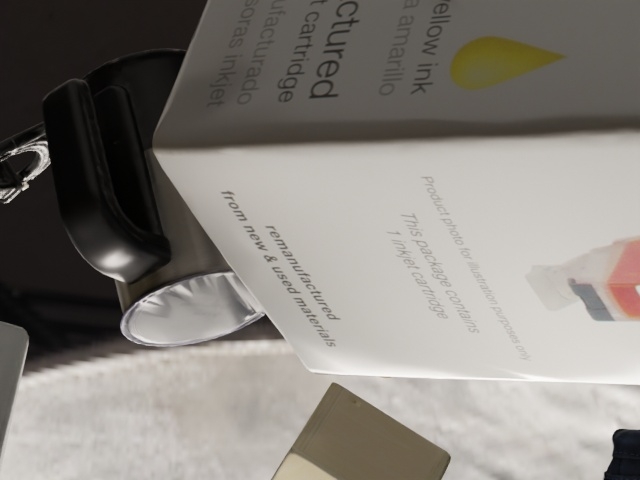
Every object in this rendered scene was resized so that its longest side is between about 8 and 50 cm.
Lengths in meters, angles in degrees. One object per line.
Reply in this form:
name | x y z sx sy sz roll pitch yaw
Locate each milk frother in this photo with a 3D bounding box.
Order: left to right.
milk frother | -0.112 -0.010 0.953 0.129 0.135 0.143 6 147 -39

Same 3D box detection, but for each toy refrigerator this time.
toy refrigerator | -0.015 0.234 1.327 0.102 0.094 0.269 31 127 3

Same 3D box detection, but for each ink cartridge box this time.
ink cartridge box | 0.170 -0.100 0.677 0.384 0.279 0.160 -1 143 28

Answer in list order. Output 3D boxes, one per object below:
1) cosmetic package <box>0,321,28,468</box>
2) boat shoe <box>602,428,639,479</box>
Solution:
cosmetic package | -0.292 0.246 1.019 0.161 0.230 0.453 14 138 -8
boat shoe | 0.255 0.122 1.064 0.109 0.258 0.089 -1 96 35
